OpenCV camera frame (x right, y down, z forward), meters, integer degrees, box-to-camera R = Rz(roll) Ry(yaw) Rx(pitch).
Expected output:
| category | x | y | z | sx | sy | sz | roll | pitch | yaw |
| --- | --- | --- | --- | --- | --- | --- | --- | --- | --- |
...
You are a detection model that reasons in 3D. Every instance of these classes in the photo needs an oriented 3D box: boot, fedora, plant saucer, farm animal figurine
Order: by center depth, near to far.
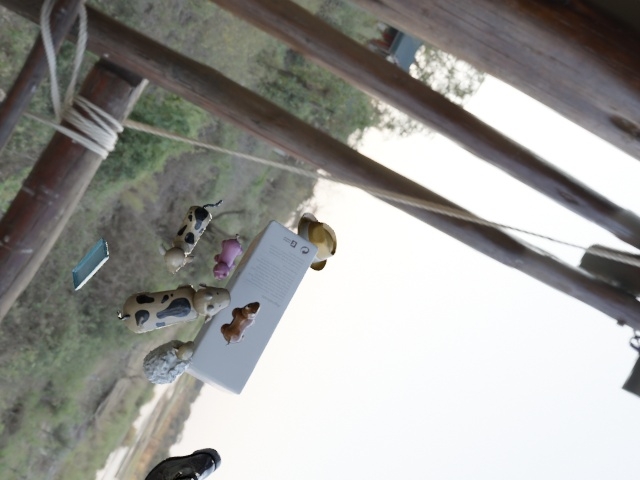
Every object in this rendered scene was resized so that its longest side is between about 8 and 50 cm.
| category | x | y | z | sx | sy | sz | roll | pitch | yaw |
| --- | --- | --- | --- | --- | --- | --- | --- | --- | --- |
| farm animal figurine | -0.293 | 0.112 | 1.248 | 0.327 | 0.330 | 0.172 | -28 | -176 | -13 |
| boot | -0.385 | 0.613 | 1.406 | 0.263 | 0.091 | 0.229 | -30 | 176 | 14 |
| plant saucer | -0.650 | 0.069 | 1.598 | 0.192 | 0.018 | 0.067 | -38 | -121 | 33 |
| fedora | 0.000 | 0.000 | 1.777 | 0.079 | 0.194 | 0.194 | -11 | -146 | 28 |

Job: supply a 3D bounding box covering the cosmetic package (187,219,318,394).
| category | x | y | z | sx | sy | sz | roll | pitch | yaw |
| --- | --- | --- | --- | --- | --- | --- | --- | --- | --- |
| cosmetic package | -0.202 | 0.188 | 1.577 | 0.453 | 0.162 | 0.230 | -62 | -169 | -21 |
